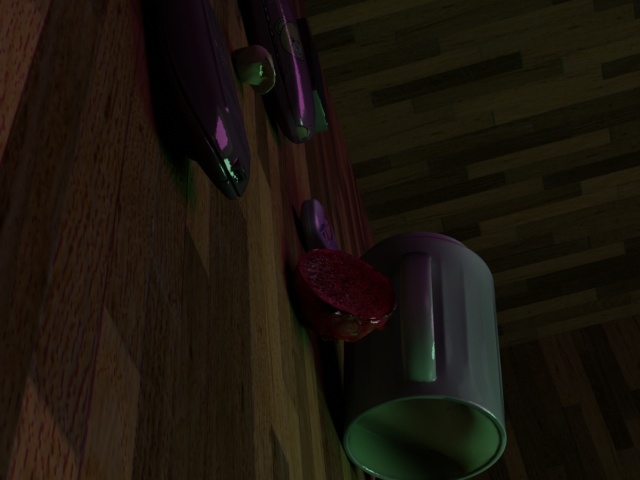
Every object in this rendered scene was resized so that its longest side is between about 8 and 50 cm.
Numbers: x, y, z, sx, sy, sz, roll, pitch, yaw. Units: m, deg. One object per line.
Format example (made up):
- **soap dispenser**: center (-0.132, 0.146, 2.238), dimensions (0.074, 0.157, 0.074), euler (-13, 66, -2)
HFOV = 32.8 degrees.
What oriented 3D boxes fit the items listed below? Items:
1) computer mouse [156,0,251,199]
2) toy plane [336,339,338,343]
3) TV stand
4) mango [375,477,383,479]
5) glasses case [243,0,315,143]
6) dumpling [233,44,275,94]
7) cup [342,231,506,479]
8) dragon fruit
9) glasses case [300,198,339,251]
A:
- **computer mouse**: center (-0.111, -0.142, 0.983), dimensions (0.120, 0.057, 0.232), euler (67, 8, -58)
- **toy plane**: center (0.013, 0.116, 1.674), dimensions (0.121, 0.031, 0.049), euler (61, 20, -59)
- **TV stand**: center (-0.042, -0.289, 1.929), dimensions (0.270, 0.082, 0.088), euler (-96, 171, -51)
- **mango**: center (0.159, 0.453, 1.734), dimensions (0.146, 0.129, 0.289), euler (40, 30, -64)
- **glasses case**: center (-0.068, -0.309, 1.733), dimensions (0.123, 0.075, 0.316), euler (28, 48, -83)
- **dumpling**: center (-0.085, -0.231, 1.468), dimensions (0.057, 0.076, 0.052), euler (64, 36, -46)
- **cup**: center (0.145, 0.140, 1.610), dimensions (0.323, 0.236, 0.327), euler (80, 10, -47)
- **dragon fruit**: center (0.018, 0.097, 1.466), dimensions (0.153, 0.153, 0.111), euler (-96, -156, -58)
- **glasses case**: center (0.000, 0.000, 1.752), dimensions (0.178, 0.045, 0.067), euler (67, 16, -56)
